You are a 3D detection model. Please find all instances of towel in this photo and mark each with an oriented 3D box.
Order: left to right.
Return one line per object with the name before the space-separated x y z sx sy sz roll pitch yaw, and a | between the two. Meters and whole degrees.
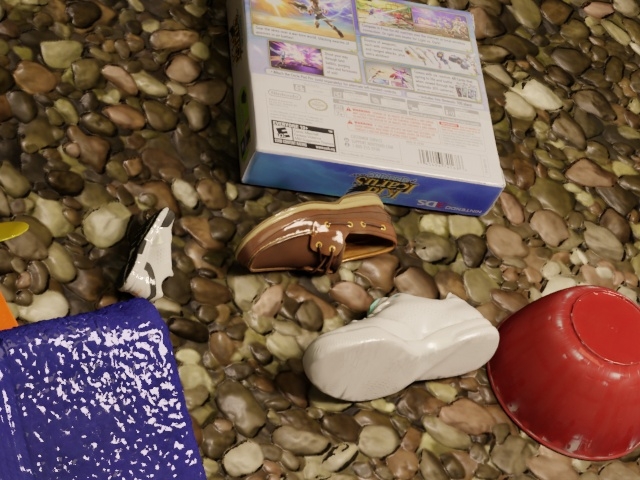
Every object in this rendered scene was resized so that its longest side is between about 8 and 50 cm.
towel | -0.249 0.184 1.584 0.308 0.076 0.228 -13 89 -32

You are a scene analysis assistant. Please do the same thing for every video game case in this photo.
video game case | 0.043 -0.152 2.020 0.269 0.061 0.244 8 52 -18

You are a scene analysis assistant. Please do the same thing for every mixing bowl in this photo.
mixing bowl | 0.262 0.110 1.882 0.181 0.098 0.181 13 48 -15

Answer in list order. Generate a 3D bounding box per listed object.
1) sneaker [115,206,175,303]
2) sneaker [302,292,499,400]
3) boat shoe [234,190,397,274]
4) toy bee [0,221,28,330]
sneaker | -0.156 0.015 1.819 0.043 0.040 0.109 34 49 -17
sneaker | 0.061 0.090 1.836 0.212 0.080 0.094 -5 44 -35
boat shoe | 0.000 0.000 1.877 0.178 0.064 0.060 -15 59 -35
toy bee | -0.349 -0.011 1.696 0.195 0.162 0.298 1 78 -33
